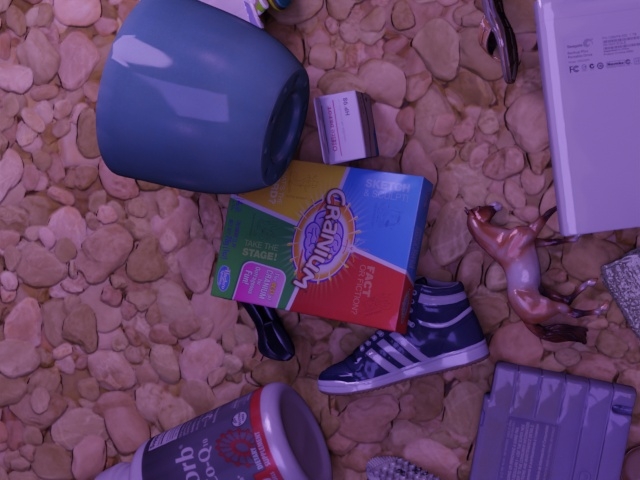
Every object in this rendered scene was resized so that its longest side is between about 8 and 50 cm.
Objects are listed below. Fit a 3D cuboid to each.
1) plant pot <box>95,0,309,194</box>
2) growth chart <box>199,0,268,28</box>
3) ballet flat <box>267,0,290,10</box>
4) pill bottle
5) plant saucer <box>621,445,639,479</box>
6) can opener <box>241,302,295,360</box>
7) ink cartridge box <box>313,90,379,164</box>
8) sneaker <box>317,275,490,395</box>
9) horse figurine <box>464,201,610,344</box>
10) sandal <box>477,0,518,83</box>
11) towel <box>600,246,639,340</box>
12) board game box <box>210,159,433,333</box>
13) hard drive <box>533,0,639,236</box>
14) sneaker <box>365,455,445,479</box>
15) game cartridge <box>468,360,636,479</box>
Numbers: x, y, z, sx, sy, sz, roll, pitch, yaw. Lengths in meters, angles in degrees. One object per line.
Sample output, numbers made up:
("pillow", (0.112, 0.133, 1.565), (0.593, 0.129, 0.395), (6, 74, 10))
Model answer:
("plant pot", (-0.155, -0.201, 1.373), (0.235, 0.293, 0.293), (19, 100, 14))
("growth chart", (-0.148, -0.392, 1.480), (0.171, 0.021, 0.238), (-11, 93, 42))
("ballet flat", (-0.092, -0.479, 1.478), (0.077, 0.077, 0.231), (-2, 93, 33))
("pill bottle", (-0.180, 0.395, 1.515), (0.362, 0.210, 0.210), (-27, 90, 13))
("plant saucer", (0.519, 0.364, 1.466), (0.083, 0.015, 0.084), (1, 97, 12))
("can opener", (-0.097, 0.121, 1.549), (0.073, 0.059, 0.186), (-39, 77, 39))
("ink cartridge box", (0.043, -0.173, 1.421), (0.060, 0.180, 0.104), (-9, 95, 13))
("sneaker", (0.116, 0.149, 1.483), (0.282, 0.099, 0.153), (-15, 95, 9))
("horse figurine", (0.343, 0.050, 1.443), (0.174, 0.066, 0.264), (-16, 90, 6))
("sandal", (0.264, -0.325, 1.419), (0.049, 0.072, 0.180), (-18, 91, 28))
("towel", (0.512, 0.083, 1.431), (0.110, 0.027, 0.148), (-29, 90, 14))
("board game box", (0.000, 0.000, 1.455), (0.316, 0.064, 0.242), (9, 85, 21))
("hard drive", (0.457, -0.196, 1.380), (0.232, 0.047, 0.353), (-7, 93, 1))
("sneaker", (0.187, 0.471, 1.473), (0.293, 0.102, 0.146), (25, 113, 40))
("game cartridge", (0.357, 0.384, 1.482), (0.230, 0.068, 0.355), (11, 98, 14))
